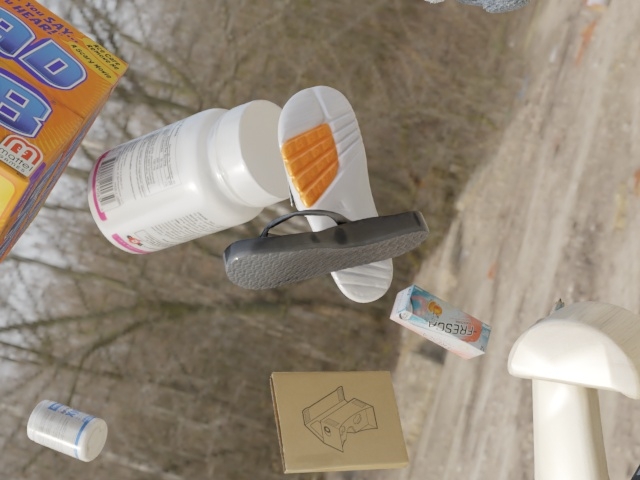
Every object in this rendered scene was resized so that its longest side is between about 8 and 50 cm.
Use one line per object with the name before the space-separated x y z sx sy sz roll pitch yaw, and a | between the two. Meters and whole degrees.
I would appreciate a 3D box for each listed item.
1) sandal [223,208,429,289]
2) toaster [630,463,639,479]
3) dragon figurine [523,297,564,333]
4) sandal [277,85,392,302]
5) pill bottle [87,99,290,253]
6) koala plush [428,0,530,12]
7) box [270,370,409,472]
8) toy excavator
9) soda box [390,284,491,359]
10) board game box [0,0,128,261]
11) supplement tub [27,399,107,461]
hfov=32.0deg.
sandal | 0.000 0.000 1.191 0.097 0.254 0.055 -43 64 47
toaster | 0.508 0.332 1.543 0.186 0.110 0.168 -55 -2 -15
dragon figurine | 0.424 0.179 1.871 0.085 0.144 0.289 -45 -16 6
sandal | 0.010 -0.050 1.338 0.076 0.101 0.265 147 108 -73
pill bottle | -0.168 -0.087 1.521 0.283 0.160 0.160 -15 45 36
koala plush | 0.281 -0.469 1.864 0.196 0.203 0.221 -30 3 -28
box | 0.029 0.281 1.743 0.021 0.201 0.165 116 149 -51
toy excavator | 0.316 0.333 1.022 0.222 0.445 0.433 -21 -44 -54
soda box | 0.223 0.152 2.059 0.063 0.183 0.058 -34 32 57
board game box | -0.558 -0.154 1.593 0.356 0.356 0.356 -49 11 35
supplement tub | -0.394 0.296 1.741 0.071 0.107 0.071 17 -90 -72
